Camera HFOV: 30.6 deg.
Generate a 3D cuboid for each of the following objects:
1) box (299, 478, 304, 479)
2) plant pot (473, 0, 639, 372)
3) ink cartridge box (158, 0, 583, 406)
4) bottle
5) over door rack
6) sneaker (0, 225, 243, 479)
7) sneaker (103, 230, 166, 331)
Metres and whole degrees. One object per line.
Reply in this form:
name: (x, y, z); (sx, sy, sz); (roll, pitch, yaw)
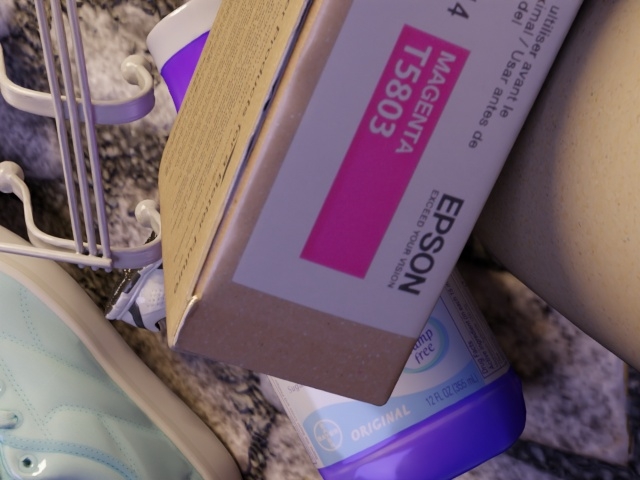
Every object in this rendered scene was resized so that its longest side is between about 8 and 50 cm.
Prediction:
box: (-0.044, 0.371, 0.875); (0.191, 0.143, 0.381); (41, 136, 15)
plant pot: (0.178, -0.031, 0.390); (0.274, 0.256, 0.256); (12, 123, 54)
ink cartridge box: (0.016, -0.085, 0.453); (0.088, 0.193, 0.235); (19, 109, -17)
bottle: (0.000, 0.000, 0.628); (0.118, 0.092, 0.283); (-29, 86, 11)
over door rack: (-0.256, -0.102, 0.691); (0.324, 0.108, 0.239); (1, 129, 1)
sneaker: (-0.212, 0.116, 0.805); (0.366, 0.150, 0.135); (40, 126, -6)
sneaker: (-0.105, 0.022, 0.793); (0.043, 0.040, 0.109); (27, 131, -17)
